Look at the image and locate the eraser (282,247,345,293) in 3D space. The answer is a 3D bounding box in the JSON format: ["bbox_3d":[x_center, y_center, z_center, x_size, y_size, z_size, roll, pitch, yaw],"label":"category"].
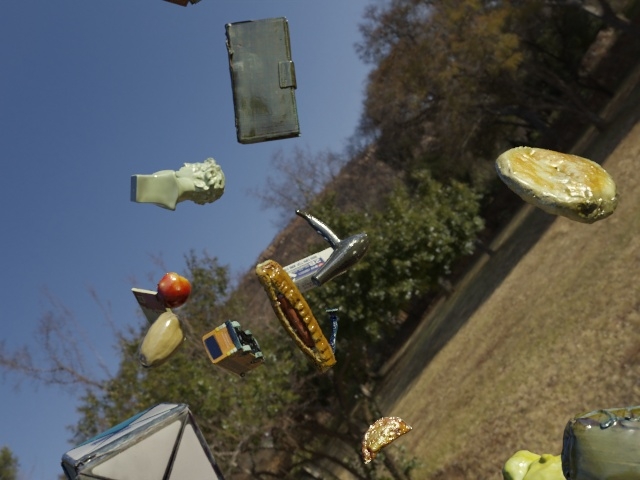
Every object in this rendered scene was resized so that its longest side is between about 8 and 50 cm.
[{"bbox_3d":[-0.033,0.106,2.127,0.210,0.068,0.124,-24,25,-9],"label":"eraser"}]

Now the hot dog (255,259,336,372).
[{"bbox_3d":[-0.050,0.167,1.403,0.068,0.289,0.083,-29,11,15],"label":"hot dog"}]

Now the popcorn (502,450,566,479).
[{"bbox_3d":[0.614,0.679,1.595,0.312,0.312,0.312,-54,-11,-16],"label":"popcorn"}]

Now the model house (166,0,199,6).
[{"bbox_3d":[-0.272,-0.489,1.243,0.057,0.083,0.058,55,130,55],"label":"model house"}]

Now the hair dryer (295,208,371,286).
[{"bbox_3d":[0.000,0.000,1.647,0.195,0.219,0.075,-38,-19,-28],"label":"hair dryer"}]

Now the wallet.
[{"bbox_3d":[-0.146,-0.407,1.614,0.044,0.169,0.316,79,-176,-83],"label":"wallet"}]

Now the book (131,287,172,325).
[{"bbox_3d":[-0.613,0.282,2.398,0.022,0.162,0.231,-48,-50,-39],"label":"book"}]

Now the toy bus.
[{"bbox_3d":[-0.237,0.307,1.762,0.114,0.098,0.201,-31,-27,1],"label":"toy bus"}]

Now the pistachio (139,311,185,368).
[{"bbox_3d":[-0.456,0.286,1.824,0.108,0.126,0.185,72,-151,-42],"label":"pistachio"}]

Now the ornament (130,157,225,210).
[{"bbox_3d":[-0.392,-0.146,1.774,0.285,0.120,0.130,-20,-70,-40],"label":"ornament"}]

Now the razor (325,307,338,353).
[{"bbox_3d":[0.036,0.273,1.856,0.028,0.044,0.154,37,-132,-46],"label":"razor"}]

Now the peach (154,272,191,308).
[{"bbox_3d":[-0.374,0.134,1.628,0.098,0.061,0.098,-24,-55,-40],"label":"peach"}]

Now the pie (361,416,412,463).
[{"bbox_3d":[0.187,0.600,1.953,0.191,0.088,0.033,-29,-40,-26],"label":"pie"}]

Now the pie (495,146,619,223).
[{"bbox_3d":[0.606,-0.151,1.631,0.339,0.339,0.077,-44,-28,-50],"label":"pie"}]

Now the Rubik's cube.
[{"bbox_3d":[-0.430,0.593,1.552,0.310,0.305,0.307,-27,3,-30],"label":"Rubik's cube"}]

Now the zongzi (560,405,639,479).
[{"bbox_3d":[0.613,0.364,1.106,0.393,0.356,0.174,18,-110,-66],"label":"zongzi"}]
